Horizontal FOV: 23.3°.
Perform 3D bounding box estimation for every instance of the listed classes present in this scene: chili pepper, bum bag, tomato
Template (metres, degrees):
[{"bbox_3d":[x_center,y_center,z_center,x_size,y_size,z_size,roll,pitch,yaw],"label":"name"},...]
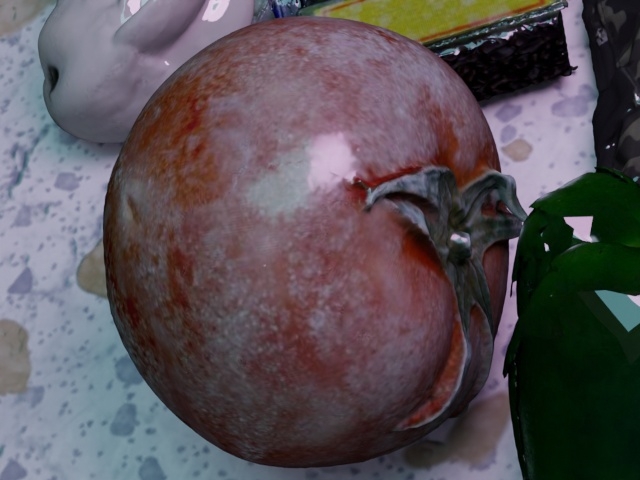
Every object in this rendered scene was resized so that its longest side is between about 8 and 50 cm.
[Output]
[{"bbox_3d":[0.229,0.085,0.987,0.248,0.257,0.233,-19,23,-11],"label":"chili pepper"},{"bbox_3d":[0.270,-0.089,1.185,0.144,0.095,0.340,-1,56,12],"label":"bum bag"},{"bbox_3d":[0.000,0.000,1.092,0.282,0.317,0.317,-1,62,26],"label":"tomato"}]

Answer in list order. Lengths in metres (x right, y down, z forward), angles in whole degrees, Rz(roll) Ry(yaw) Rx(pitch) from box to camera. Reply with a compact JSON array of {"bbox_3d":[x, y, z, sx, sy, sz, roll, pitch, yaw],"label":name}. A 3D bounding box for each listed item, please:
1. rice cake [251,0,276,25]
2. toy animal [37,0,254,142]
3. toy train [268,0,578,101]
[{"bbox_3d":[-0.031,-0.249,1.392,0.033,0.033,0.208,18,69,22],"label":"rice cake"},{"bbox_3d":[-0.128,-0.256,1.342,0.257,0.194,0.357,2,72,28],"label":"toy animal"},{"bbox_3d":[0.092,-0.195,1.274,0.260,0.134,0.177,-16,67,7],"label":"toy train"}]
